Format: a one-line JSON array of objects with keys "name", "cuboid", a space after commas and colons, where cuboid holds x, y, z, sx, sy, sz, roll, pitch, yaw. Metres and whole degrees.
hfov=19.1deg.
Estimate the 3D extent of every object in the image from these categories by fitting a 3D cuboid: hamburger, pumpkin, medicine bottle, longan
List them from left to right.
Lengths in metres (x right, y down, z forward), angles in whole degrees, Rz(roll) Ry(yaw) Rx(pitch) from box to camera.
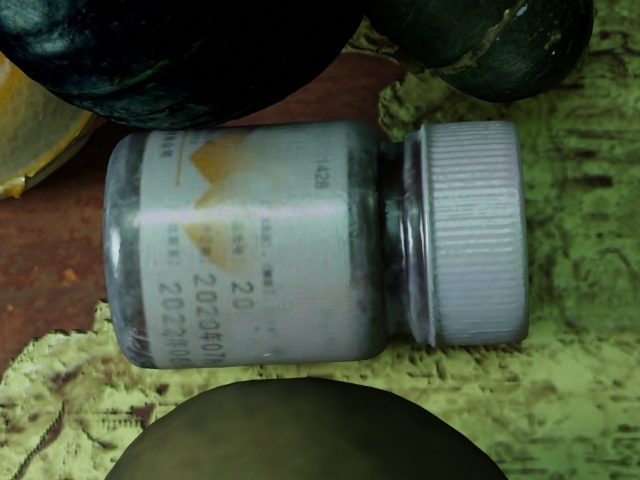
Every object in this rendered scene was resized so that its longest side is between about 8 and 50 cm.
[{"name": "hamburger", "cuboid": [-0.255, -0.130, 1.373, 0.237, 0.147, 0.237, -4, 69, 11]}, {"name": "pumpkin", "cuboid": [-0.120, -0.211, 1.223, 0.238, 0.315, 0.315, -18, 62, 28]}, {"name": "longan", "cuboid": [-0.004, 0.226, 1.119, 0.297, 0.297, 0.297, -2, 66, 5]}, {"name": "medicine bottle", "cuboid": [0.000, 0.000, 1.277, 0.273, 0.165, 0.165, -4, 65, 4]}, {"name": "pumpkin", "cuboid": [0.104, -0.182, 1.340, 0.146, 0.190, 0.190, -32, 66, 10]}]
